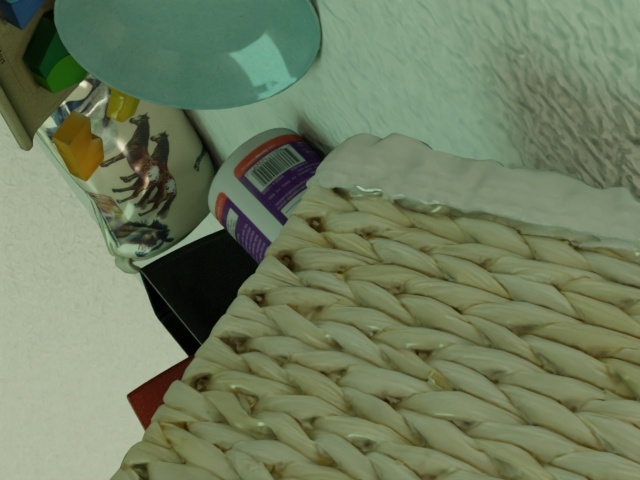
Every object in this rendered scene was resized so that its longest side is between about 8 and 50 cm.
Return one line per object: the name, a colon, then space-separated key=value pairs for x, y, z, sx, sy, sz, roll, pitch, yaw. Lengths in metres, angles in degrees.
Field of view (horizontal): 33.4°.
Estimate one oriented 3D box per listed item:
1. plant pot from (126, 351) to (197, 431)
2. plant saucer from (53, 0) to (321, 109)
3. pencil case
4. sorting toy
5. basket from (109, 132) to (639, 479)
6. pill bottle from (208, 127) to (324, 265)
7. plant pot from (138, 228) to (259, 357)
plant pot: x=0.021 y=0.209 z=1.019 sx=0.267 sy=0.236 sz=0.267 roll=48 pitch=179 yaw=45
plant saucer: x=-0.096 y=-0.167 z=0.790 sx=0.195 sy=0.195 sz=0.037 roll=83 pitch=-172 yaw=-63
pencil case: x=-0.267 y=-0.157 z=1.211 sx=0.160 sy=0.183 sz=0.410 roll=28 pitch=152 yaw=56
sorting toy: x=-0.178 y=-0.180 z=0.839 sx=0.041 sy=0.229 sz=0.307 roll=26 pitch=157 yaw=16
basket: x=0.110 y=0.168 z=0.531 sx=0.331 sy=0.266 sz=0.328 roll=17 pitch=144 yaw=36
pill bottle: x=0.000 y=0.000 z=0.927 sx=0.193 sy=0.108 sz=0.108 roll=46 pitch=164 yaw=23
plant pot: x=-0.080 y=0.080 z=1.233 sx=0.188 sy=0.167 sz=0.187 roll=47 pitch=164 yaw=14
